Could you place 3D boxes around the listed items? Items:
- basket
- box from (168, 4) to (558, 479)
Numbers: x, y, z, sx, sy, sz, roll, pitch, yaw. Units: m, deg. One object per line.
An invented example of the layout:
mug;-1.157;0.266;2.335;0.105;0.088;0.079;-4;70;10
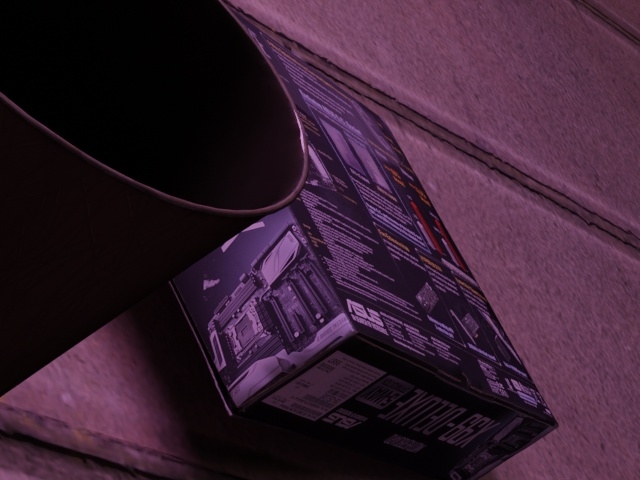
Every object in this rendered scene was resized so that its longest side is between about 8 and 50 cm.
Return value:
basket;-0.149;-0.006;0.666;0.204;0.227;0.154;16;41;-52
box;0.000;0.000;1.051;0.242;0.076;0.307;61;15;24
